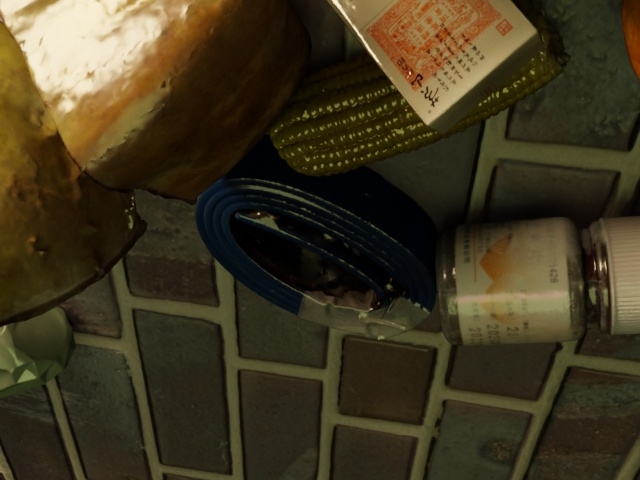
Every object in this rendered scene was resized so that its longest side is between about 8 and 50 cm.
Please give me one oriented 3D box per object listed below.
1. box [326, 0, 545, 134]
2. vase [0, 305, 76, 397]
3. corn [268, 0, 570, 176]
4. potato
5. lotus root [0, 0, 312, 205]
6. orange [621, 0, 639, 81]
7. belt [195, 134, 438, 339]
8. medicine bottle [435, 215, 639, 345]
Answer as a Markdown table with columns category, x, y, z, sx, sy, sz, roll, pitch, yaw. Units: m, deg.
| category | x | y | z | sx | sy | sz | roll | pitch | yaw |
| --- | --- | --- | --- | --- | --- | --- | --- | --- | --- |
| box | 0.109 | -0.227 | 0.768 | 0.141 | 0.058 | 0.201 | -39 | 74 | 17 |
| vase | -0.577 | 0.215 | 1.335 | 0.360 | 0.165 | 0.165 | -30 | 118 | 37 |
| corn | 0.103 | -0.170 | 0.868 | 0.345 | 0.131 | 0.131 | -18 | 124 | 25 |
| potato | -0.439 | -0.095 | 0.853 | 0.386 | 0.442 | 0.319 | 4 | 118 | 25 |
| lotus root | -0.151 | -0.224 | 0.819 | 0.250 | 0.316 | 0.316 | -38 | 115 | 15 |
| orange | 0.399 | -0.222 | 0.681 | 0.246 | 0.246 | 0.246 | 6 | 131 | 7 |
| belt | 0.000 | 0.000 | 1.041 | 0.347 | 0.117 | 0.212 | 28 | 128 | -12 |
| medicine bottle | 0.295 | 0.051 | 0.991 | 0.274 | 0.165 | 0.165 | -6 | 129 | 16 |
